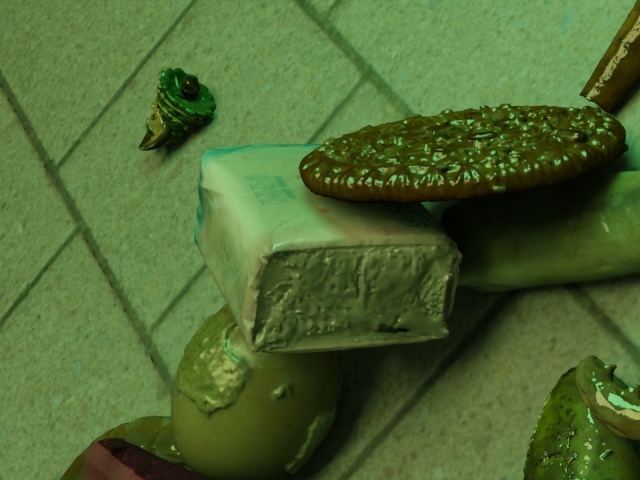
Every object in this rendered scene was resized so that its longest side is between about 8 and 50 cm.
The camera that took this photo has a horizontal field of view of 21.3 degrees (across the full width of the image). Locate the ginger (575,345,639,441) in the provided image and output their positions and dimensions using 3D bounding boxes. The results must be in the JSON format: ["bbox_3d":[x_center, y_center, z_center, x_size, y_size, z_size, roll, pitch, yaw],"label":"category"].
[{"bbox_3d":[0.331,0.071,1.361,0.258,0.065,0.149,-45,58,6],"label":"ginger"}]

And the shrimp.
[{"bbox_3d":[-0.206,0.276,1.812,0.287,0.068,0.185,-40,44,5],"label":"shrimp"}]

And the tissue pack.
[{"bbox_3d":[-0.002,0.000,1.612,0.271,0.201,0.124,-125,33,-62],"label":"tissue pack"}]

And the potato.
[{"bbox_3d":[0.212,0.190,1.417,0.119,0.054,0.198,-7,60,48],"label":"potato"}]

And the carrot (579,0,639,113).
[{"bbox_3d":[0.303,-0.191,1.588,0.161,0.055,0.055,-55,37,13],"label":"carrot"}]

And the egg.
[{"bbox_3d":[-0.065,0.146,1.656,0.201,0.164,0.164,-60,37,12],"label":"egg"}]

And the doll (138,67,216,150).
[{"bbox_3d":[-0.172,-0.146,2.075,0.078,0.076,0.113,-69,1,-55],"label":"doll"}]

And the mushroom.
[{"bbox_3d":[0.229,-0.010,1.520,0.312,0.081,0.100,-12,54,47],"label":"mushroom"}]

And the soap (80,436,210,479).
[{"bbox_3d":[-0.099,0.292,1.552,0.325,0.220,0.127,13,71,59],"label":"soap"}]

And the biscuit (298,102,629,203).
[{"bbox_3d":[0.128,-0.085,1.544,0.305,0.305,0.038,9,111,50],"label":"biscuit"}]
